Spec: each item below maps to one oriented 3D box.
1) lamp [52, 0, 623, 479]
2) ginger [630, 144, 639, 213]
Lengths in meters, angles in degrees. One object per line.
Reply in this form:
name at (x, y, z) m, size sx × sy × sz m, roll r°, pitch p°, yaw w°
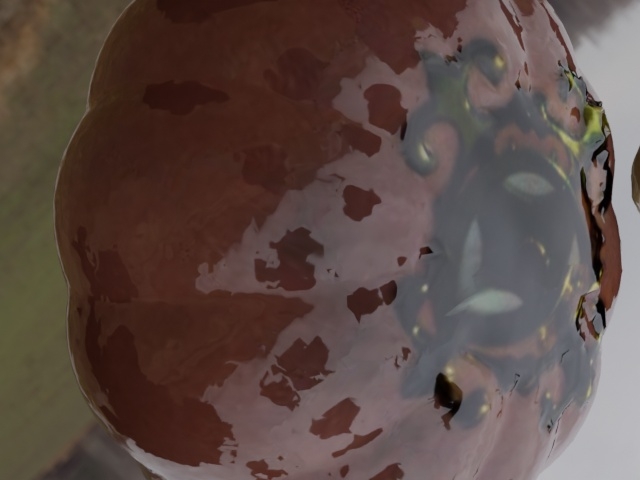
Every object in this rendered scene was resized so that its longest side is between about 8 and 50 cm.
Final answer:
lamp at (0.000, 0.000, 0.845) m, size 0.239 × 0.305 × 0.305 m, roll -2°, pitch -148°, yaw 41°
ginger at (0.228, -0.091, 0.971) m, size 0.148 × 0.081 × 0.334 m, roll 111°, pitch -1°, yaw -75°
